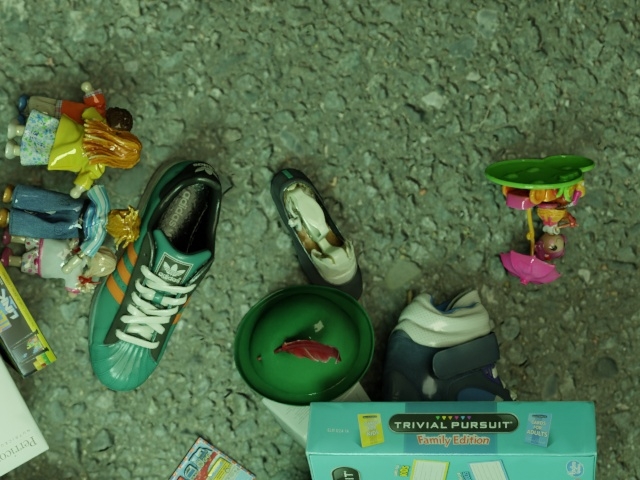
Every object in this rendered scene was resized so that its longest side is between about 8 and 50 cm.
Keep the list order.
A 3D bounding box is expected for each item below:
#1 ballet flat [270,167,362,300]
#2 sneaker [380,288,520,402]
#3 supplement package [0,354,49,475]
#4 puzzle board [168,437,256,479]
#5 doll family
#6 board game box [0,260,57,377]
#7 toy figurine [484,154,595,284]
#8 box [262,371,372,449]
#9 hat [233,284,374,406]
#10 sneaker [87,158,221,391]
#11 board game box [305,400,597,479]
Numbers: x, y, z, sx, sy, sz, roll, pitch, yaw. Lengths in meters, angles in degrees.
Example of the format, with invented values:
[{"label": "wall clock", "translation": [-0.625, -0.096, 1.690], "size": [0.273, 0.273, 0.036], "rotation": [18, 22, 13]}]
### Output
[{"label": "ballet flat", "translation": [0.000, 0.000, 1.955], "size": [0.074, 0.074, 0.203], "rotation": [-32, 104, -14]}, {"label": "sneaker", "translation": [0.220, 0.188, 2.017], "size": [0.323, 0.130, 0.236], "rotation": [21, 75, -32]}, {"label": "supplement package", "translation": [-0.463, 0.142, 1.747], "size": [0.177, 0.175, 0.293], "rotation": [-30, 103, -16]}, {"label": "puzzle board", "translation": [-0.154, 0.330, 1.957], "size": [0.096, 0.011, 0.128], "rotation": [38, 82, -18]}, {"label": "doll family", "translation": [-0.289, -0.058, 1.803], "size": [0.163, 0.118, 0.263], "rotation": [7, 94, -1]}, {"label": "board game box", "translation": [-0.381, 0.070, 1.789], "size": [0.048, 0.141, 0.170], "rotation": [-31, 103, -17]}, {"label": "toy figurine", "translation": [0.297, -0.021, 2.054], "size": [0.173, 0.130, 0.159], "rotation": [-18, 115, -42]}, {"label": "box", "translation": [0.001, 0.212, 1.940], "size": [0.102, 0.087, 0.101], "rotation": [-44, 145, -11]}, {"label": "hat", "translation": [-0.027, 0.090, 1.847], "size": [0.208, 0.183, 0.173], "rotation": [13, 63, 21]}, {"label": "sneaker", "translation": [-0.200, 0.043, 1.861], "size": [0.108, 0.121, 0.302], "rotation": [19, 88, -19]}, {"label": "board game box", "translation": [0.164, 0.296, 1.874], "size": [0.336, 0.254, 0.079], "rotation": [0, 50, 7]}]
